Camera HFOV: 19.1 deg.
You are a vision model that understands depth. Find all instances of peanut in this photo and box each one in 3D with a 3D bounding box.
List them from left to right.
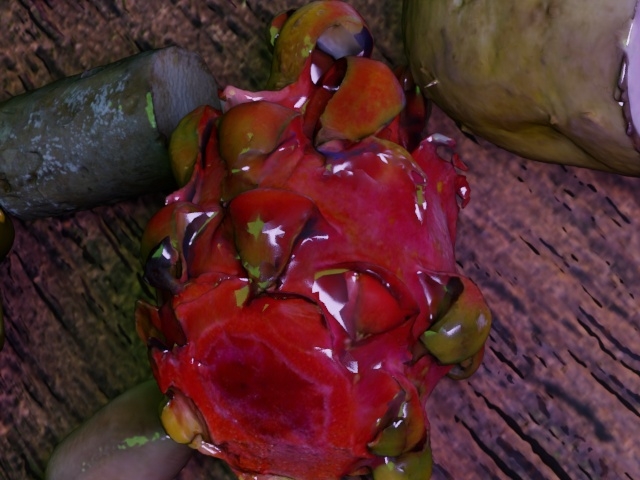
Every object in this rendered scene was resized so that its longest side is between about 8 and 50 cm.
[{"bbox_3d":[-0.138,0.151,1.355,0.152,0.076,0.076,-42,58,20],"label":"peanut"}]

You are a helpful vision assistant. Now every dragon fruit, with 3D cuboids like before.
[{"bbox_3d":[0.001,0.004,1.217,0.228,0.243,0.307,7,101,-3],"label":"dragon fruit"}]

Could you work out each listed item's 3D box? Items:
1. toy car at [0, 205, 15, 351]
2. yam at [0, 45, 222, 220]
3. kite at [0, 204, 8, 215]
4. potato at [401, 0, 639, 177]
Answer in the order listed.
[{"bbox_3d":[-0.331,0.051,1.454,0.248,0.204,0.198,-43,81,19],"label":"toy car"},{"bbox_3d":[-0.171,-0.076,1.420,0.194,0.107,0.107,-13,70,31],"label":"yam"},{"bbox_3d":[-0.384,0.011,1.596,0.314,0.011,0.335,-23,66,27],"label":"kite"},{"bbox_3d":[0.155,-0.152,1.172,0.266,0.229,0.229,15,85,44],"label":"potato"}]
